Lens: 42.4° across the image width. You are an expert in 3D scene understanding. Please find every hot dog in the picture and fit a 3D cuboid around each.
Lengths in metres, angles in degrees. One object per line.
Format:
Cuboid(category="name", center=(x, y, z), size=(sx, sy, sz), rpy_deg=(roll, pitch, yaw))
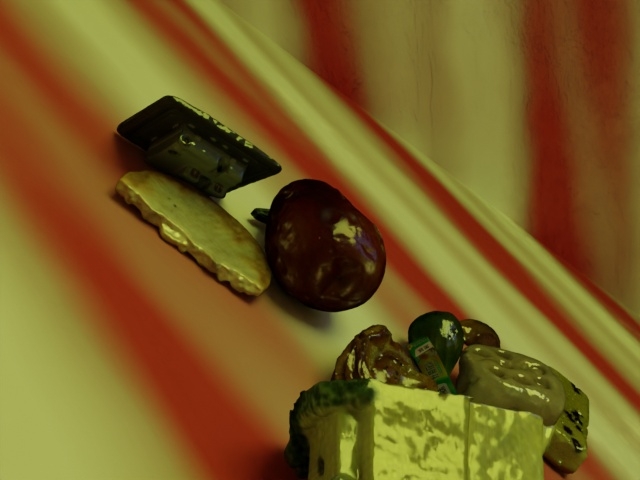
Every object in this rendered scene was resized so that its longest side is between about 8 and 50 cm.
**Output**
Cuboid(category="hot dog", center=(0.114, 0.228, 1.386), size=(0.175, 0.114, 0.259), rpy_deg=(43, 20, 6))

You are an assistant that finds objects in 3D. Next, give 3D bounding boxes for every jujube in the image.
Cuboid(category="jujube", center=(0.000, 0.000, 1.557), size=(0.223, 0.223, 0.318), rpy_deg=(30, 17, -26))

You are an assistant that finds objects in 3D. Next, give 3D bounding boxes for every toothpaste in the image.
Cuboid(category="toothpaste", center=(0.208, 0.241, 1.524), size=(0.178, 0.043, 0.037), rpy_deg=(60, -1, -44))

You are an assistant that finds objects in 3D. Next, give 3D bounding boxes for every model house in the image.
Cuboid(category="model house", center=(0.108, 0.343, 1.015), size=(0.321, 0.261, 0.266), rpy_deg=(14, 53, -19))

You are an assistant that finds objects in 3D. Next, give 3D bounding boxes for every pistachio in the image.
Cuboid(category="pistachio", center=(0.383, 0.223, 2.000), size=(0.173, 0.049, 0.089), rpy_deg=(26, 23, -36))

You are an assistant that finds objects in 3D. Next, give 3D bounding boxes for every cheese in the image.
Cuboid(category="cheese", center=(0.367, 0.298, 1.649), size=(0.218, 0.117, 0.235), rpy_deg=(1, 20, -40))

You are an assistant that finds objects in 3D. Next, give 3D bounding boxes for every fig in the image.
Cuboid(category="fig", center=(0.231, 0.222, 1.643), size=(0.117, 0.117, 0.177), rpy_deg=(30, 43, -26))

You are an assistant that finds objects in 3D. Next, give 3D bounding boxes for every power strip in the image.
Cuboid(category="power strip", center=(-0.237, -0.153, 1.535), size=(0.257, 0.092, 0.251), rpy_deg=(30, -16, -26))

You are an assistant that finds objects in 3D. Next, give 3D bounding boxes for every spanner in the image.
Cuboid(category="spanner", center=(-0.039, -0.028, 1.794), size=(0.325, 0.040, 0.095), rpy_deg=(15, 29, -53))

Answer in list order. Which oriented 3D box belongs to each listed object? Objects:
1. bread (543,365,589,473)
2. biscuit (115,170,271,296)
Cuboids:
Cuboid(category="bread", center=(0.530, 0.393, 1.845), size=(0.138, 0.077, 0.361), rpy_deg=(41, 19, 8))
Cuboid(category="biscuit", center=(-0.210, -0.022, 1.460), size=(0.309, 0.040, 0.204), rpy_deg=(39, 19, -4))
